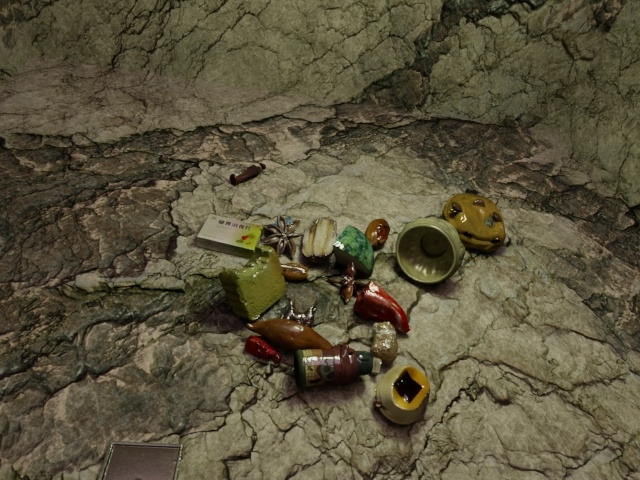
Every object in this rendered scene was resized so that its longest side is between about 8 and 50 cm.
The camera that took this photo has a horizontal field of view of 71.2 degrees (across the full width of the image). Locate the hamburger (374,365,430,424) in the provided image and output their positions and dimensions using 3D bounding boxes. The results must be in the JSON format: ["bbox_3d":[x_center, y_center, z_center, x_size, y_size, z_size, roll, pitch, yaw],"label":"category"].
[{"bbox_3d":[0.283,0.526,1.541,0.173,0.116,0.210,38,41,15],"label":"hamburger"}]

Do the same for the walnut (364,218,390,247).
[{"bbox_3d":[0.276,-0.033,2.184,0.115,0.116,0.207,24,40,12],"label":"walnut"}]

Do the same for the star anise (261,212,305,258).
[{"bbox_3d":[-0.180,-0.023,2.029,0.197,0.073,0.212,25,70,-3],"label":"star anise"}]

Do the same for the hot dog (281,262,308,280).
[{"bbox_3d":[-0.119,0.128,1.925,0.140,0.060,0.090,12,35,4],"label":"hot dog"}]

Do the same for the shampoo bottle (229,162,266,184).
[{"bbox_3d":[-0.388,-0.366,2.421,0.068,0.067,0.236,49,47,10],"label":"shampoo bottle"}]

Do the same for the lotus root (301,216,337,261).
[{"bbox_3d":[0.000,0.000,2.093,0.167,0.078,0.329,1,35,9],"label":"lotus root"}]

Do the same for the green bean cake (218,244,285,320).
[{"bbox_3d":[-0.262,0.156,1.727,0.124,0.233,0.236,7,31,39],"label":"green bean cake"}]

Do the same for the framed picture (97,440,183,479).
[{"bbox_3d":[-0.503,0.689,1.202,0.213,0.016,0.289,6,40,-9],"label":"framed picture"}]

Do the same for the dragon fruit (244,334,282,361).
[{"bbox_3d":[-0.199,0.385,1.601,0.131,0.063,0.097,37,46,26],"label":"dragon fruit"}]

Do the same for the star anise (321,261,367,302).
[{"bbox_3d":[0.099,0.187,1.931,0.158,0.144,0.140,-43,109,-37],"label":"star anise"}]

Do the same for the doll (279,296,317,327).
[{"bbox_3d":[-0.088,0.302,1.737,0.139,0.057,0.165,13,49,-3],"label":"doll"}]

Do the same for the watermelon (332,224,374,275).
[{"bbox_3d":[0.155,0.038,2.042,0.176,0.256,0.260,-14,30,41],"label":"watermelon"}]

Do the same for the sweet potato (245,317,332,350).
[{"bbox_3d":[-0.097,0.350,1.626,0.359,0.112,0.112,15,40,-1],"label":"sweet potato"}]

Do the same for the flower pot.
[{"bbox_3d":[0.514,0.029,2.053,0.307,0.307,0.244,29,28,18],"label":"flower pot"}]

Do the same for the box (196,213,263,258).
[{"bbox_3d":[-0.404,-0.021,2.017,0.260,0.062,0.175,12,40,0],"label":"box"}]

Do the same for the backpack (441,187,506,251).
[{"bbox_3d":[0.804,-0.116,2.357,0.353,0.201,0.378,11,43,-9],"label":"backpack"}]

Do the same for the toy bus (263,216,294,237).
[{"bbox_3d":[-0.196,-0.061,2.134,0.166,0.047,0.065,-25,51,-38],"label":"toy bus"}]

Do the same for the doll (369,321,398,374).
[{"bbox_3d":[0.235,0.398,1.673,0.115,0.105,0.221,23,38,1],"label":"doll"}]

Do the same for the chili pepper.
[{"bbox_3d":[0.261,0.276,1.798,0.252,0.144,0.136,31,5,11],"label":"chili pepper"}]

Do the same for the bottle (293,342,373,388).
[{"bbox_3d":[0.047,0.427,1.550,0.271,0.156,0.143,-3,38,-11],"label":"bottle"}]
